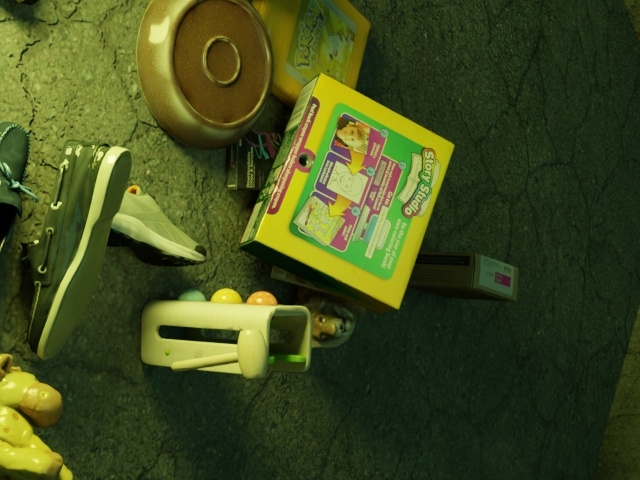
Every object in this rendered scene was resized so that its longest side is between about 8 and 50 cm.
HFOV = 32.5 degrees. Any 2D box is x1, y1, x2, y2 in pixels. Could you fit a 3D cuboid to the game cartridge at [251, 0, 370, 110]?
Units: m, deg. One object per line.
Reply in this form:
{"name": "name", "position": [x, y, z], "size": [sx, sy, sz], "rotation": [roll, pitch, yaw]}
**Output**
{"name": "game cartridge", "position": [-0.025, -0.401, 2.207], "size": [0.324, 0.053, 0.285], "rotation": [35, 63, -50]}

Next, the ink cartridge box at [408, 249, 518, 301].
{"name": "ink cartridge box", "position": [0.330, 0.084, 2.583], "size": [0.235, 0.193, 0.088], "rotation": [19, 75, -53]}

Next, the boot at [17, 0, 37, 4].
{"name": "boot", "position": [-0.459, -0.457, 1.591], "size": [0.137, 0.077, 0.197], "rotation": [11, 80, -49]}

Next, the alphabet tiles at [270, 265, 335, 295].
{"name": "alphabet tiles", "position": [0.000, 0.000, 2.143], "size": [0.237, 0.009, 0.198], "rotation": [16, 73, -9]}

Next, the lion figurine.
{"name": "lion figurine", "position": [0.030, 0.017, 2.222], "size": [0.240, 0.142, 0.392], "rotation": [-8, 80, -17]}

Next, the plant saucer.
{"name": "plant saucer", "position": [-0.187, -0.317, 1.947], "size": [0.311, 0.050, 0.310], "rotation": [-2, 93, -47]}

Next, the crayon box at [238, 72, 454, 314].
{"name": "crayon box", "position": [0.057, -0.086, 2.102], "size": [0.313, 0.106, 0.363], "rotation": [27, 71, -17]}

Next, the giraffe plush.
{"name": "giraffe plush", "position": [-0.440, 0.267, 1.573], "size": [0.210, 0.181, 0.170], "rotation": [25, 53, -15]}

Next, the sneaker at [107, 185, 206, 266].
{"name": "sneaker", "position": [-0.281, -0.024, 1.817], "size": [0.271, 0.100, 0.108], "rotation": [32, 60, -50]}

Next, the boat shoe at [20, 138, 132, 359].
{"name": "boat shoe", "position": [-0.391, 0.007, 1.646], "size": [0.127, 0.113, 0.340], "rotation": [-35, 145, -77]}

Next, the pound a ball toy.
{"name": "pound a ball toy", "position": [-0.163, 0.146, 1.789], "size": [0.208, 0.319, 0.135], "rotation": [5, 86, -54]}

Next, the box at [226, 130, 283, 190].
{"name": "box", "position": [-0.118, -0.151, 2.098], "size": [0.162, 0.029, 0.116], "rotation": [-1, 91, -53]}

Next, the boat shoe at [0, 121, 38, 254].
{"name": "boat shoe", "position": [-0.458, -0.047, 1.574], "size": [0.109, 0.089, 0.258], "rotation": [27, 68, -51]}
